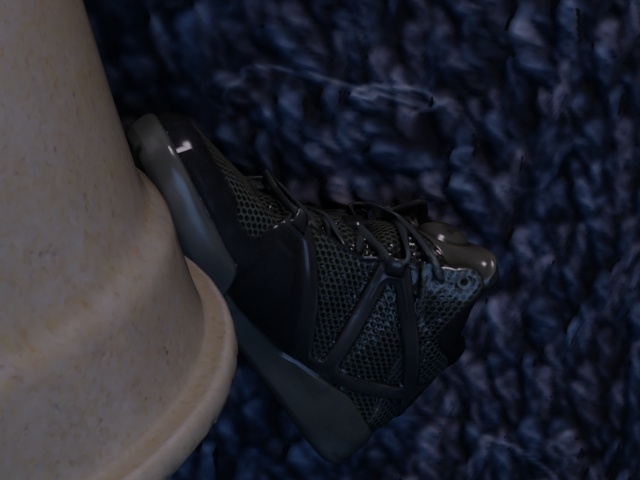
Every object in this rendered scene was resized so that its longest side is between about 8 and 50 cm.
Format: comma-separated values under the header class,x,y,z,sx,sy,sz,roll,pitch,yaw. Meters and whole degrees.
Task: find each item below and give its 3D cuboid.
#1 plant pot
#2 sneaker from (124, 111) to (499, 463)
class,x,y,z,sx,sy,sz,roll,pitch,yaw
plant pot,-0.215,-0.071,0.686,0.333,0.334,0.306,-12,114,-11
sneaker,0.000,0.000,0.921,0.130,0.087,0.227,-36,124,1
